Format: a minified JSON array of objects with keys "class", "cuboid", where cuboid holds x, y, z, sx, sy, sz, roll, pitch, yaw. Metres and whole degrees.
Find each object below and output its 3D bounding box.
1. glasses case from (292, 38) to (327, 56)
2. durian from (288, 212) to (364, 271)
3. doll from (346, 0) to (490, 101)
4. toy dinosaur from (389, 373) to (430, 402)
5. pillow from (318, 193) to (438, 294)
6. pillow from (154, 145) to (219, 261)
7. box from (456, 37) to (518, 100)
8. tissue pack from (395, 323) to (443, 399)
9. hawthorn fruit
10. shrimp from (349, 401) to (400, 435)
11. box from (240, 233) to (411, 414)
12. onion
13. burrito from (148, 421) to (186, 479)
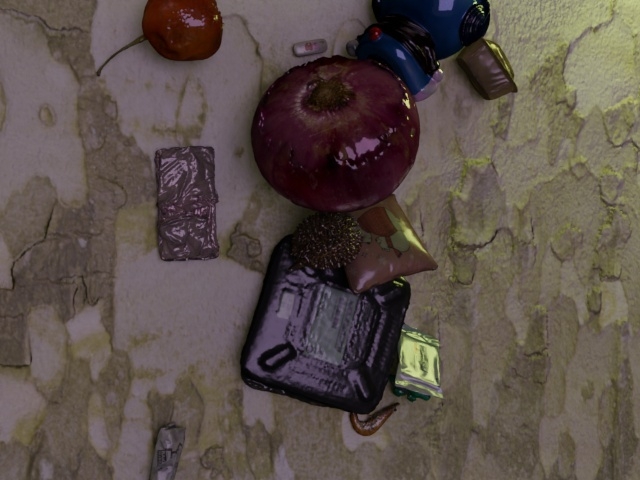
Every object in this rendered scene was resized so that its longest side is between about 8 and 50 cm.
[{"class":"glasses case","cuboid":[-0.023,-0.441,1.798,0.083,0.021,0.032,-15,94,-20]},{"class":"durian","cuboid":[0.000,0.000,1.692,0.188,0.091,0.148,-41,70,-3]},{"class":"doll","cuboid":[0.225,-0.491,1.778,0.310,0.284,0.240,-49,149,-18]},{"class":"toy dinosaur","cuboid":[0.199,0.340,1.852,0.132,0.096,0.059,27,78,13]},{"class":"pillow","cuboid":[0.127,-0.001,1.787,0.223,0.084,0.236,-12,62,-24]},{"class":"pillow","cuboid":[-0.286,-0.080,1.692,0.135,0.049,0.248,-2,89,-17]},{"class":"box","cuboid":[0.412,-0.424,1.924,0.111,0.111,0.177,-42,105,-15]},{"class":"tissue pack","cuboid":[0.228,0.280,1.847,0.123,0.026,0.193,19,40,-12]},{"class":"hawthorn fruit","cuboid":[-0.342,-0.430,1.630,0.286,0.165,0.165,-18,98,-3]},{"class":"shrimp","cuboid":[0.129,0.407,1.869,0.127,0.025,0.091,-28,99,-15]},{"class":"box","cuboid":[0.016,0.196,1.784,0.350,0.091,0.359,20,78,-19]},{"class":"onion","cuboid":[0.027,-0.207,1.682,0.359,0.358,0.344,-6,135,-21]},{"class":"burrito","cuboid":[-0.336,0.491,1.676,0.064,0.064,0.203,17,84,-20]}]
